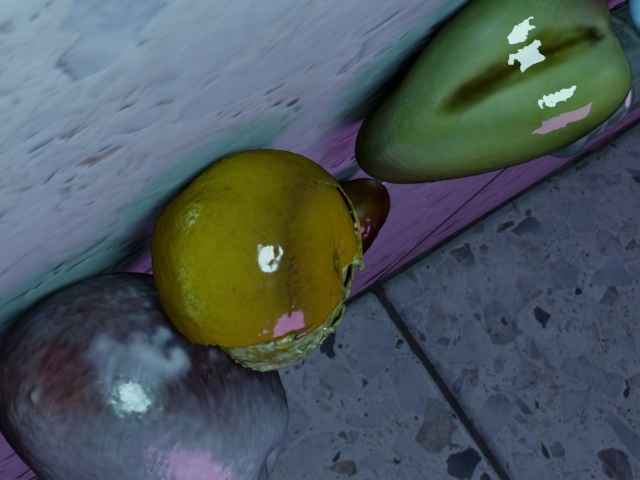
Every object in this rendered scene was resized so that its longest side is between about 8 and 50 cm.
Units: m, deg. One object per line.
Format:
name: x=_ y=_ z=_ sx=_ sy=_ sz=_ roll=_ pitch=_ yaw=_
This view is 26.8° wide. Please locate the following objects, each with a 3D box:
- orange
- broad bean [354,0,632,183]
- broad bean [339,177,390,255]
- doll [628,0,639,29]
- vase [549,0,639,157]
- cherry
orange: x=-0.043 y=0.012 z=0.911 sx=0.134 sy=0.157 sz=0.156 roll=10 pitch=-163 yaw=27
broad bean: x=0.120 y=-0.098 z=0.992 sx=0.189 sy=0.121 sz=0.263 roll=-27 pitch=174 yaw=-22
broad bean: x=0.000 y=0.000 z=1.313 sx=0.165 sy=0.084 sz=0.114 roll=-41 pitch=-171 yaw=5
doll: x=0.342 y=-0.252 z=0.803 sx=0.365 sy=0.187 sz=0.376 roll=-44 pitch=143 yaw=20
vase: x=0.319 y=-0.186 z=1.269 sx=0.299 sy=0.143 sz=0.143 roll=-29 pitch=172 yaw=-19
cherry: x=-0.132 y=0.117 z=0.988 sx=0.266 sy=0.213 sz=0.184 roll=16 pitch=87 yaw=-70
